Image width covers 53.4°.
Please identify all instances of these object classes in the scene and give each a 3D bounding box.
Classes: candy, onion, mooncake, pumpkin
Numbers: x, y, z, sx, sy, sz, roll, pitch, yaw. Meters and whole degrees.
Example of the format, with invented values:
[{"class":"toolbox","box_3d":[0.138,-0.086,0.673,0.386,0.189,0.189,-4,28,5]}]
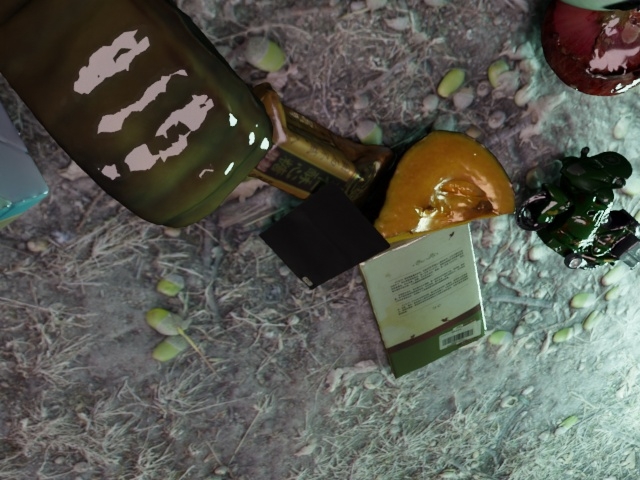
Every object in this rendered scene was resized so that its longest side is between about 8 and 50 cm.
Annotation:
[{"class":"candy","box_3d":[-0.013,-0.108,0.846,0.271,0.101,0.143,24,119,-42]},{"class":"onion","box_3d":[0.385,-0.284,0.880,0.183,0.147,0.184,0,86,-6]},{"class":"mooncake","box_3d":[-0.179,-0.159,0.635,0.161,0.290,0.290,-40,126,3]},{"class":"pumpkin","box_3d":[0.140,-0.077,0.935,0.253,0.130,0.149,-13,94,-19]}]

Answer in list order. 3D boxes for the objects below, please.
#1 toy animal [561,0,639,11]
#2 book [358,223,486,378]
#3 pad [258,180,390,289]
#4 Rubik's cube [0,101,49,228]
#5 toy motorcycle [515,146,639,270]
[{"class":"toy animal","box_3d":[0.364,-0.420,0.719,0.250,0.251,0.310,19,104,-30]},{"class":"book","box_3d":[0.182,0.100,1.091,0.201,0.026,0.289,-23,125,-7]},{"class":"pad","box_3d":[0.000,0.000,0.873,0.116,0.004,0.193,47,140,-9]},{"class":"Rubik's cube","box_3d":[-0.433,-0.053,0.624,0.213,0.265,0.224,-21,97,37]},{"class":"toy motorcycle","box_3d":[0.455,-0.045,1.058,0.274,0.125,0.187,29,116,-34]}]
